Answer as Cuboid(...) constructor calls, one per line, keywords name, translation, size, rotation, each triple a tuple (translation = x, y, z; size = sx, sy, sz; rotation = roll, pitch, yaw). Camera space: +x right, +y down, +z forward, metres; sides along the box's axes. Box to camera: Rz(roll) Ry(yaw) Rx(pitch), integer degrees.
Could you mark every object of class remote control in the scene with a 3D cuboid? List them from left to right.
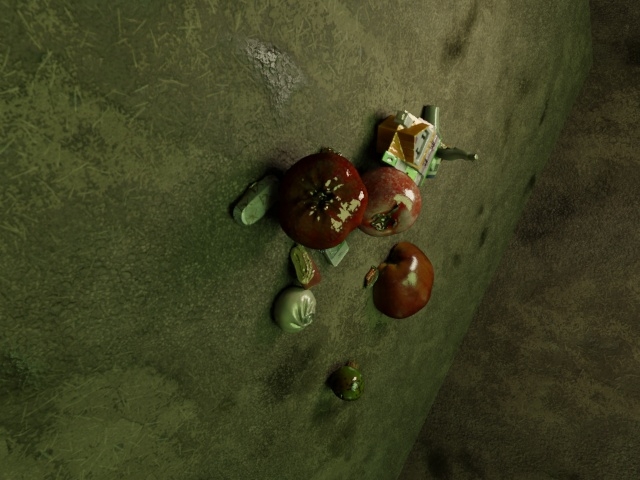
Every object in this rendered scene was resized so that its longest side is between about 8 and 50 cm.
Cuboid(name="remote control", translation=(0.035, -0.006, 1.740), size=(0.103, 0.034, 0.250), rotation=(-51, 141, -19))

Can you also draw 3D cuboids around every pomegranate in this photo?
Cuboid(name="pomegranate", translation=(0.129, 0.636, 2.140), size=(0.205, 0.159, 0.159), rotation=(-62, 153, -51))

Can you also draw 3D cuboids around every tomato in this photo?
Cuboid(name="tomato", translation=(0.237, -0.148, 1.733), size=(0.270, 0.270, 0.227), rotation=(67, 21, -45))

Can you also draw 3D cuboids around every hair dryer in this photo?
Cuboid(name="hair dryer", translation=(0.497, -0.424, 1.923), size=(0.118, 0.298, 0.296), rotation=(-6, 83, -36))

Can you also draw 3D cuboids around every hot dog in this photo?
Cuboid(name="hot dog", translation=(-0.183, -0.119, 1.386), size=(0.192, 0.053, 0.099), rotation=(-52, 142, -25))

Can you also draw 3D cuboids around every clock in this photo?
Cuboid(name="clock", translation=(0.321, -0.368, 1.789), size=(0.309, 0.166, 0.235), rotation=(18, 95, -62))

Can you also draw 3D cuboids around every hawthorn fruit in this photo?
Cuboid(name="hawthorn fruit", translation=(0.004, -0.115, 1.435), size=(0.330, 0.287, 0.287), rotation=(61, 54, -89))

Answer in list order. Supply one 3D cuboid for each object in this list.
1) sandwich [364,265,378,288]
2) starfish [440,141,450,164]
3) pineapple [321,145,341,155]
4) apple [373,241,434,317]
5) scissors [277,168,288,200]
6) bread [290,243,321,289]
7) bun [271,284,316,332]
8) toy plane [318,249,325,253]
Cuboid(name="sandwich", translation=(0.225, 0.168, 2.087), size=(0.101, 0.026, 0.069), rotation=(-54, 144, -14))
Cuboid(name="starfish", translation=(0.572, -0.418, 2.178), size=(0.133, 0.041, 0.130), rotation=(-54, 141, -16))
Cuboid(name="pineapple", translation=(0.035, -0.239, 1.578), size=(0.116, 0.069, 0.137), rotation=(-48, 142, -23))
Cuboid(name="apple", translation=(0.392, 0.187, 2.235), size=(0.365, 0.295, 0.329), rotation=(59, 25, -50))
Cuboid(name="scissors", translation=(-0.033, -0.156, 1.576), size=(0.317, 0.024, 0.160), rotation=(11, 101, -54))
Cuboid(name="bread", translation=(-0.044, 0.110, 1.651), size=(0.067, 0.119, 0.192), rotation=(-18, 142, 8))
Cuboid(name="bun", translation=(-0.079, 0.251, 1.672), size=(0.172, 0.119, 0.173), rotation=(-32, 134, -39))
Cuboid(name="toy plane", translation=(-0.003, 0.010, 1.634), size=(0.188, 0.135, 0.062), rotation=(79, 26, -53))
